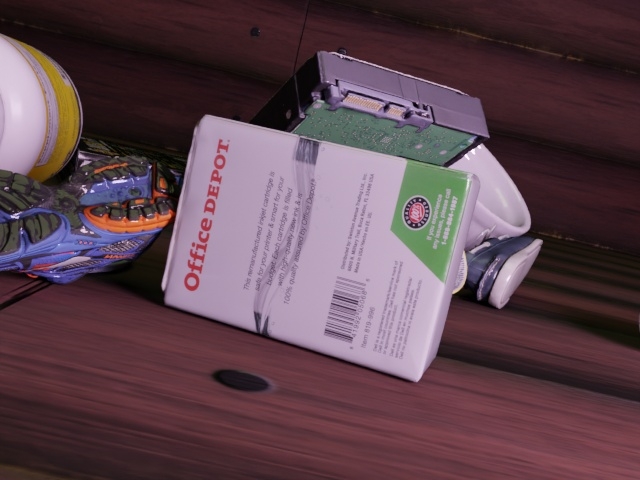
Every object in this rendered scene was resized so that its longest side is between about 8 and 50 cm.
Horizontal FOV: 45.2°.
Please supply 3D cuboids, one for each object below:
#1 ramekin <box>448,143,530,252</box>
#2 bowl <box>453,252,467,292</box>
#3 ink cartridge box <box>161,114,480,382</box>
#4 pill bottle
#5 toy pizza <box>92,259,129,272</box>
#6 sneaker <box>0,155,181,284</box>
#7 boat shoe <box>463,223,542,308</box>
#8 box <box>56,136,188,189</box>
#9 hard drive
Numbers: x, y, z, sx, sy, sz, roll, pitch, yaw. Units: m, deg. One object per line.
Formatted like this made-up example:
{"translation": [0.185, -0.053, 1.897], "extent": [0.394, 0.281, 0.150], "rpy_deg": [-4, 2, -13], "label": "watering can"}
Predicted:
{"translation": [0.195, -0.084, 1.237], "extent": [0.277, 0.135, 0.277], "rpy_deg": [36, 28, -23], "label": "ramekin"}
{"translation": [0.082, 0.005, 0.885], "extent": [0.170, 0.170, 0.080], "rpy_deg": [5, -34, -48], "label": "bowl"}
{"translation": [0.000, 0.000, 0.588], "extent": [0.208, 0.153, 0.087], "rpy_deg": [16, 7, 15], "label": "ink cartridge box"}
{"translation": [-0.377, -0.134, 0.827], "extent": [0.187, 0.188, 0.334], "rpy_deg": [12, 7, -9], "label": "pill bottle"}
{"translation": [-0.266, -0.012, 0.689], "extent": [0.201, 0.032, 0.201], "rpy_deg": [13, 7, -2], "label": "toy pizza"}
{"translation": [-0.208, 0.000, 0.562], "extent": [0.221, 0.087, 0.083], "rpy_deg": [-7, 53, -33], "label": "sneaker"}
{"translation": [0.237, 0.032, 1.035], "extent": [0.079, 0.095, 0.254], "rpy_deg": [27, 20, 18], "label": "boat shoe"}
{"translation": [-0.260, -0.093, 1.177], "extent": [0.257, 0.079, 0.322], "rpy_deg": [8, 8, -24], "label": "box"}
{"translation": [0.005, -0.091, 0.945], "extent": [0.237, 0.064, 0.339], "rpy_deg": [7, -27, -33], "label": "hard drive"}
